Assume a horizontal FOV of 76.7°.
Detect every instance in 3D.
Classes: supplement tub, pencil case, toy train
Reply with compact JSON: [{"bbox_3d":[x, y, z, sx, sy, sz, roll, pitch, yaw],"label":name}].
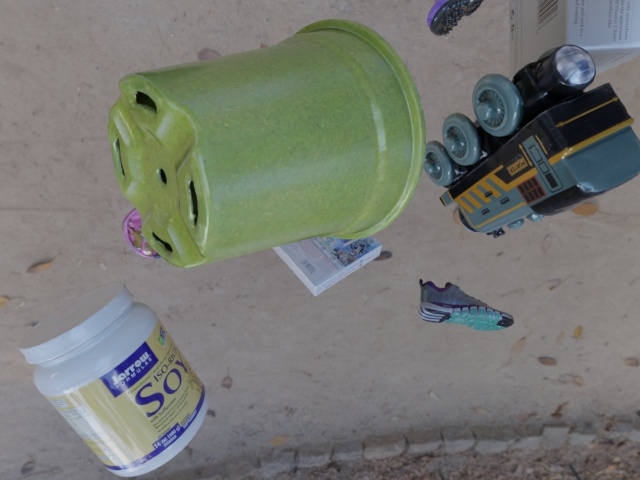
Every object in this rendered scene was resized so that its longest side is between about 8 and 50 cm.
[{"bbox_3d":[-0.408,0.277,0.831,0.241,0.241,0.331,-23,111,4],"label":"supplement tub"},{"bbox_3d":[-0.473,-0.053,1.264,0.160,0.386,0.167,-37,103,-1],"label":"pencil case"},{"bbox_3d":[0.266,-0.112,0.571,0.142,0.334,0.190,-23,81,-11],"label":"toy train"}]

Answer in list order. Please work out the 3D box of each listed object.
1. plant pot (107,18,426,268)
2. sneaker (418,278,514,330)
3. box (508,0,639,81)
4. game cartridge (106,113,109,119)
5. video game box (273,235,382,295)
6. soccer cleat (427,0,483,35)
[{"bbox_3d":[-0.070,-0.096,0.450,0.254,0.276,0.276,-24,134,-41],"label":"plant pot"},{"bbox_3d":[0.331,0.140,0.918,0.224,0.098,0.083,11,146,-10],"label":"sneaker"},{"bbox_3d":[0.362,-0.333,0.578,0.119,0.182,0.181,-1,96,3],"label":"box"},{"bbox_3d":[-0.503,-0.300,1.030,0.017,0.083,0.056,-41,109,11],"label":"game cartridge"},{"bbox_3d":[0.000,0.000,0.905,0.187,0.205,0.048,-31,148,-23],"label":"video game box"},{"bbox_3d":[0.342,-0.638,1.066,0.116,0.318,0.108,41,147,5],"label":"soccer cleat"}]
